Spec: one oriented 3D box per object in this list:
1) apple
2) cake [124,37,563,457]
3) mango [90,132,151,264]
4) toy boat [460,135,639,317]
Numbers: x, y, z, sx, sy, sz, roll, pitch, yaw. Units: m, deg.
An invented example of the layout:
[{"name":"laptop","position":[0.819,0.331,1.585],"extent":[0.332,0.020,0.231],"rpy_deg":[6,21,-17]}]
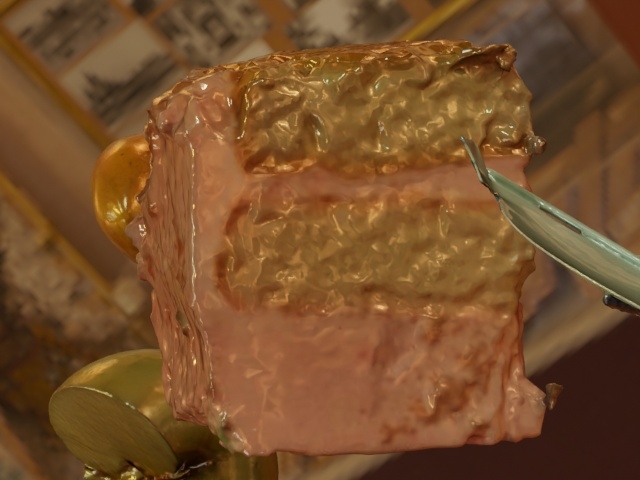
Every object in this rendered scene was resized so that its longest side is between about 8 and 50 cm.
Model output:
[{"name":"apple","position":[-0.179,0.271,2.091],"extent":[0.233,0.295,0.258],"rpy_deg":[-9,-5,-34]},{"name":"cake","position":[0.000,0.000,1.437],"extent":[0.293,0.306,0.314],"rpy_deg":[-6,8,-12]},{"name":"mango","position":[-0.198,-0.047,2.073],"extent":[0.126,0.153,0.252],"rpy_deg":[-13,10,11]},{"name":"toy boat","position":[0.208,0.027,0.985],"extent":[0.291,0.210,0.070],"rpy_deg":[42,110,48]}]
